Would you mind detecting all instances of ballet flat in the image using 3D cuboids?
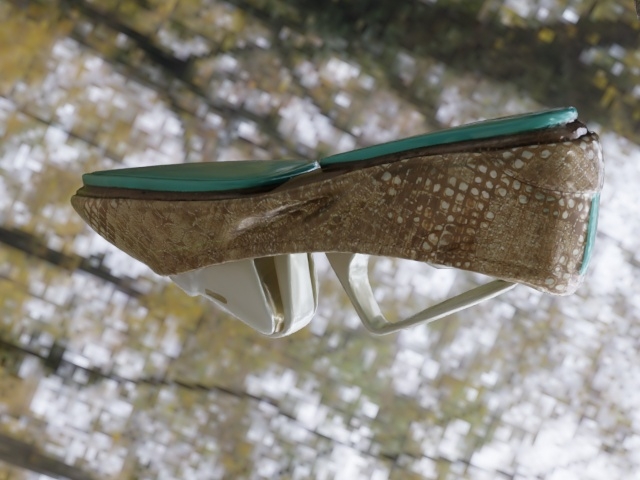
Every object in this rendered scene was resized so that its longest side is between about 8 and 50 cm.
[{"bbox_3d":[0.000,0.000,0.625,0.206,0.073,0.067,-5,-83,36],"label":"ballet flat"}]

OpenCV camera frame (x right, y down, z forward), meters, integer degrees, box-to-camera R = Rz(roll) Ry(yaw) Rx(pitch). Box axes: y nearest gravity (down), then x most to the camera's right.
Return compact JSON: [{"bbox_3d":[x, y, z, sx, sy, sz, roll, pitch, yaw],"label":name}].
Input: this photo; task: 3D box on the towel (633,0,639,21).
[{"bbox_3d":[0.159,-0.214,0.762,0.235,0.121,0.284,56,-14,19],"label":"towel"}]
